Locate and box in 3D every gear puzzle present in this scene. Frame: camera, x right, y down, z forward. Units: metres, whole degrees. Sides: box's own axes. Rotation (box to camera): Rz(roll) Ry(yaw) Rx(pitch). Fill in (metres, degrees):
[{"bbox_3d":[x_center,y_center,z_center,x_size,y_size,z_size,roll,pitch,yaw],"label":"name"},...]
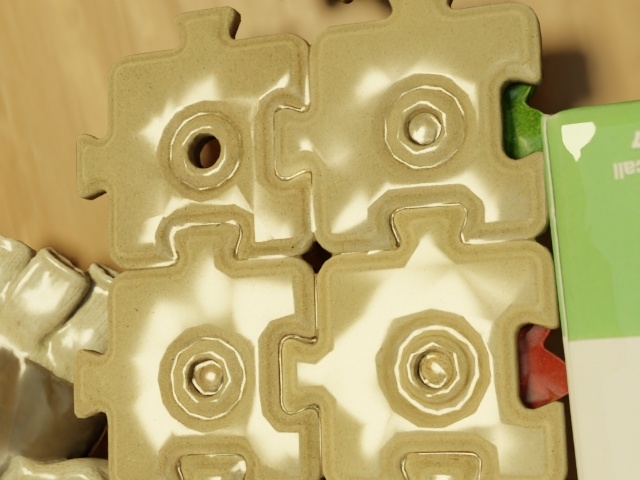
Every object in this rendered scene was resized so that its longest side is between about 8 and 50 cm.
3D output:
[{"bbox_3d":[0.000,0.000,0.406,0.175,0.044,0.339,-5,81,19],"label":"gear puzzle"}]

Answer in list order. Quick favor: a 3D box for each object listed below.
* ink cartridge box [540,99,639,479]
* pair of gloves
[{"bbox_3d":[0.184,0.089,0.330,0.201,0.117,0.278,-6,92,19],"label":"ink cartridge box"},{"bbox_3d":[-0.081,0.124,0.460,0.240,0.042,0.204,26,96,9],"label":"pair of gloves"}]
